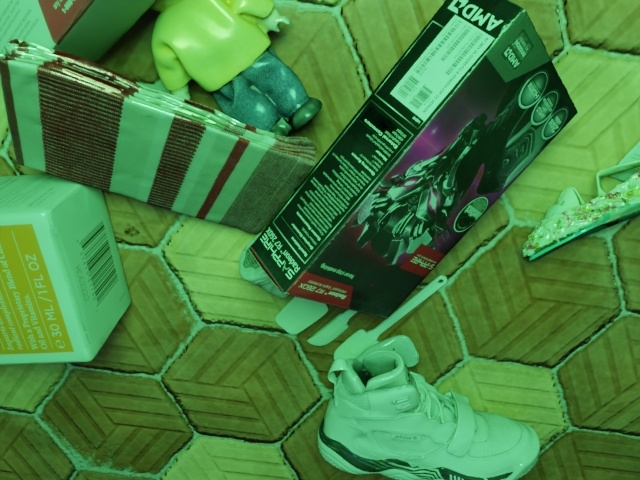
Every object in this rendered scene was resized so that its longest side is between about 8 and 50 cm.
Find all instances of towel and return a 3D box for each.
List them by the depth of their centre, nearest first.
[{"bbox_3d":[-0.195,-0.102,0.643,0.329,0.037,0.237,17,153,-19],"label":"towel"}]

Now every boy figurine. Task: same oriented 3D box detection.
[{"bbox_3d":[-0.130,-0.237,0.644,0.177,0.092,0.285,-37,108,18],"label":"boy figurine"}]

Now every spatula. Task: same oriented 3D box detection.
[{"bbox_3d":[0.064,0.097,0.838,0.168,0.019,0.242,41,110,-16],"label":"spatula"}]

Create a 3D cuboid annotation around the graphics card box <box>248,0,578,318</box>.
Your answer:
[{"bbox_3d":[0.116,-0.074,0.632,0.371,0.094,0.233,-51,142,13],"label":"graphics card box"}]

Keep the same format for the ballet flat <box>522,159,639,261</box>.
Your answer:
[{"bbox_3d":[0.381,-0.051,0.726,0.241,0.091,0.077,-29,73,26],"label":"ballet flat"}]

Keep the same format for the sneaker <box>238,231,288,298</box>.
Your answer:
[{"bbox_3d":[0.000,0.000,0.769,0.232,0.090,0.115,-33,135,10],"label":"sneaker"}]

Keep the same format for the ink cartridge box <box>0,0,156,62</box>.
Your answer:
[{"bbox_3d":[-0.302,-0.344,0.516,0.226,0.131,0.306,-19,108,40],"label":"ink cartridge box"}]

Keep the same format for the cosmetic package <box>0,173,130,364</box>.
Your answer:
[{"bbox_3d":[-0.535,0.043,0.750,0.453,0.161,0.230,-3,115,4],"label":"cosmetic package"}]

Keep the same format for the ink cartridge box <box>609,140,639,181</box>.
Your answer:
[{"bbox_3d":[0.564,-0.144,0.689,0.275,0.060,0.239,17,140,-7],"label":"ink cartridge box"}]

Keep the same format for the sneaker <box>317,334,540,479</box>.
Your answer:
[{"bbox_3d":[0.177,0.276,0.849,0.366,0.137,0.210,3,121,4],"label":"sneaker"}]
